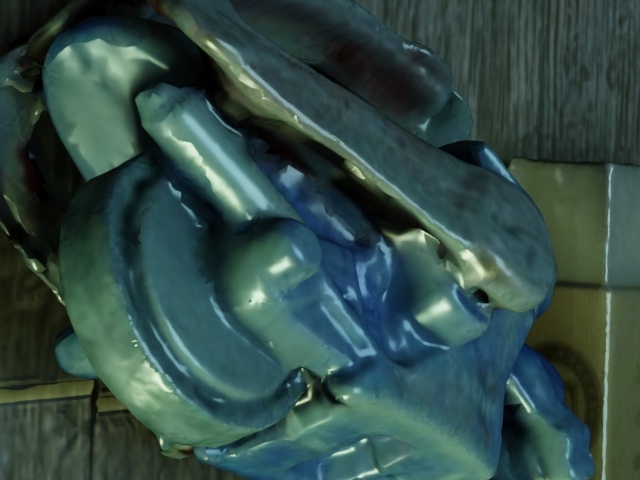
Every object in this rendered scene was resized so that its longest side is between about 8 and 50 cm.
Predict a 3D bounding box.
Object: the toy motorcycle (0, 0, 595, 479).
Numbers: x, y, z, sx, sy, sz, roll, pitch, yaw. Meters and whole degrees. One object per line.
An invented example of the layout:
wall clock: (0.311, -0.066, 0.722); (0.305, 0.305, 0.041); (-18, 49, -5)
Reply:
toy motorcycle: (0.019, -0.005, 0.735); (0.319, 0.182, 0.241); (31, 69, -45)

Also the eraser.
eraser: (0.158, 0.128, 0.993); (0.144, 0.078, 0.343); (-1, 93, -51)
